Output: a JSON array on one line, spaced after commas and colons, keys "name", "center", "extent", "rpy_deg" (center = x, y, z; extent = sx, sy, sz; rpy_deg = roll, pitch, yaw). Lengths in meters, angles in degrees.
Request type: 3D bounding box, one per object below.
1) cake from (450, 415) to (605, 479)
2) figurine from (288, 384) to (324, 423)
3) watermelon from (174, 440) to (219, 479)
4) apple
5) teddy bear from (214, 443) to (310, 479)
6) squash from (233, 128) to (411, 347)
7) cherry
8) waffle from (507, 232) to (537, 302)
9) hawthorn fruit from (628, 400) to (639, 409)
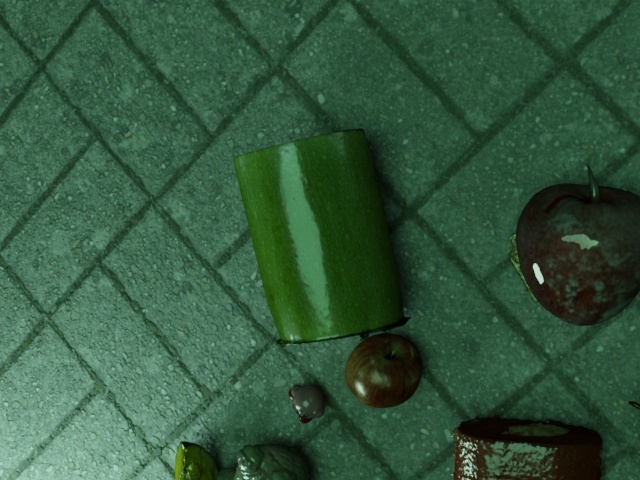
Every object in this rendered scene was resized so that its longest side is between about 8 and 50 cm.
[{"name": "cake", "center": [0.373, 0.412, 1.678], "extent": [0.283, 0.177, 0.150], "rpy_deg": [5, 98, 19]}, {"name": "figurine", "center": [-0.027, 0.328, 1.877], "extent": [0.067, 0.071, 0.083], "rpy_deg": [-40, 89, -22]}, {"name": "watermelon", "center": [-0.279, 0.568, 1.964], "extent": [0.123, 0.129, 0.301], "rpy_deg": [3, 92, 18]}, {"name": "apple", "center": [0.121, 0.255, 1.775], "extent": [0.146, 0.146, 0.131], "rpy_deg": [30, 129, 15]}, {"name": "teddy bear", "center": [-0.124, 0.548, 1.895], "extent": [0.236, 0.151, 0.267], "rpy_deg": [33, 104, 30]}, {"name": "squash", "center": [0.000, 0.000, 1.729], "extent": [0.263, 0.263, 0.384], "rpy_deg": [-12, 92, 21]}, {"name": "cherry", "center": [0.460, 0.002, 1.584], "extent": [0.236, 0.213, 0.285], "rpy_deg": [4, 109, 27]}, {"name": "waffle", "center": [0.404, 0.038, 1.708], "extent": [0.092, 0.021, 0.135], "rpy_deg": [-32, 84, 21]}, {"name": "hawthorn fruit", "center": [0.629, 0.346, 1.579], "extent": [0.225, 0.196, 0.196], "rpy_deg": [41, 108, 28]}]
